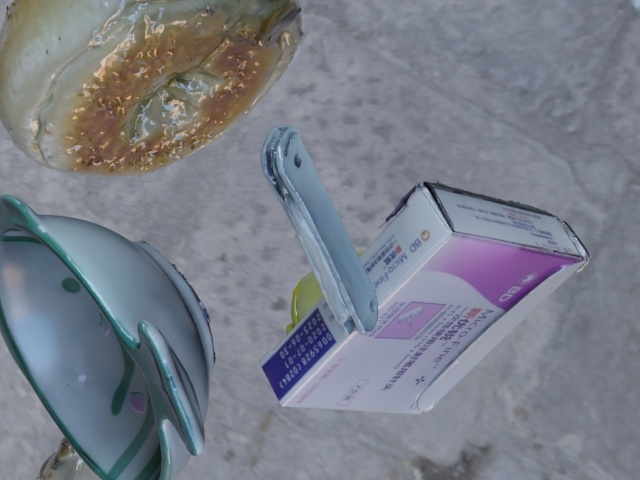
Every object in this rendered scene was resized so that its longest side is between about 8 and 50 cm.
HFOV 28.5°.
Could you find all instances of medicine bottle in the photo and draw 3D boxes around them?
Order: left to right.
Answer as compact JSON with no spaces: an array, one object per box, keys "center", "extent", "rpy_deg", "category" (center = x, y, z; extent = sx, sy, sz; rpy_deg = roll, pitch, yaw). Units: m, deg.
[{"center":[0.077,0.049,0.936],"extent":[0.171,0.052,0.201],"rpy_deg":[12,129,-45],"category":"medicine bottle"}]

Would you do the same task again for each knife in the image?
[{"center":[0.000,0.000,0.807],"extent":[0.044,0.023,0.162],"rpy_deg":[-62,139,-39],"category":"knife"}]

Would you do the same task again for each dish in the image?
[{"center":[-0.118,0.062,0.781],"extent":[0.078,0.246,0.224],"rpy_deg":[-28,108,-30],"category":"dish"}]

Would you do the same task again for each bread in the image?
[{"center":[-0.163,-0.187,1.167],"extent":[0.306,0.305,0.158],"rpy_deg":[-16,65,-20],"category":"bread"}]

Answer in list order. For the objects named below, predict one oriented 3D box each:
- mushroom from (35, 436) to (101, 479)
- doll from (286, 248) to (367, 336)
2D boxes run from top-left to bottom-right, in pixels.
[{"center":[-0.192,0.235,0.938],"extent":[0.071,0.084,0.209],"rpy_deg":[25,40,-14],"category":"mushroom"},{"center":[0.042,0.050,1.103],"extent":[0.062,0.163,0.106],"rpy_deg":[44,43,-39],"category":"doll"}]
